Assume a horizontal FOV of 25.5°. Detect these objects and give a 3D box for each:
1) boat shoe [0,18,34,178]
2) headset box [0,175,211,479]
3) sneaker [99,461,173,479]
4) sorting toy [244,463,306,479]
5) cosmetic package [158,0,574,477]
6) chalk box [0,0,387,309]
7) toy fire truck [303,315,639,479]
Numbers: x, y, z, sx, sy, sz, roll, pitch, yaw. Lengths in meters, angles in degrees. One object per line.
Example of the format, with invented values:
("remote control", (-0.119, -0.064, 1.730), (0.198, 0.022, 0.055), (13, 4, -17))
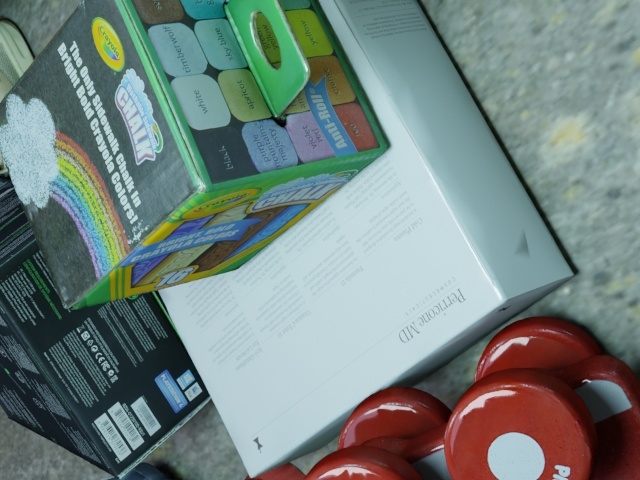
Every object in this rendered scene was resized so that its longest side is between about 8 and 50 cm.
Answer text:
("boat shoe", (-0.322, -0.100, 1.505), (0.109, 0.098, 0.302), (-42, 71, 46))
("headset box", (-0.276, 0.075, 1.405), (0.283, 0.131, 0.246), (10, 135, 54))
("sneaker", (-0.183, 0.346, 1.502), (0.163, 0.086, 0.226), (19, 107, 31))
("sorting toy", (0.006, 0.272, 1.256), (0.366, 0.126, 0.127), (-9, 96, 49))
("cosmetic package", (0.000, 0.000, 1.191), (0.377, 0.097, 0.284), (-41, 70, 46))
("chalk box", (-0.089, -0.095, 1.056), (0.289, 0.179, 0.180), (-35, 74, 46))
("toy fire truck", (0.134, 0.218, 1.027), (0.302, 0.169, 0.253), (-29, 93, 19))
